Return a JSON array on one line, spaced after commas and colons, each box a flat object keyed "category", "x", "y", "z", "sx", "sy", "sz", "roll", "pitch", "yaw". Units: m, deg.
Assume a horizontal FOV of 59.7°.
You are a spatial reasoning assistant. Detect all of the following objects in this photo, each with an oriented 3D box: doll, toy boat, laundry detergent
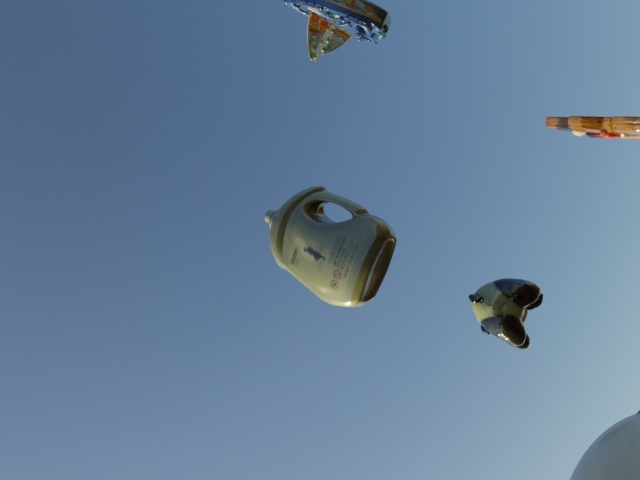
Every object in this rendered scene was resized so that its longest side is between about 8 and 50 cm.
[{"category": "doll", "x": 0.430, "y": 0.163, "z": 1.284, "sx": 0.234, "sy": 0.135, "sz": 0.143, "roll": 30, "pitch": -100, "yaw": -57}, {"category": "toy boat", "x": 0.012, "y": -0.331, "z": 0.867, "sx": 0.110, "sy": 0.175, "sz": 0.091, "roll": -64, "pitch": -13, "yaw": 9}, {"category": "laundry detergent", "x": 0.000, "y": 0.000, "z": 0.997, "sx": 0.091, "sy": 0.253, "sz": 0.181, "roll": -5, "pitch": -61, "yaw": -56}]

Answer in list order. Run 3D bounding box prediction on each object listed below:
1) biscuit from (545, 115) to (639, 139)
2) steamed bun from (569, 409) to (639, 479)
[{"category": "biscuit", "x": 0.591, "y": -0.228, "z": 1.122, "sx": 0.206, "sy": 0.324, "sz": 0.049, "roll": 1, "pitch": -79, "yaw": -6}, {"category": "steamed bun", "x": 0.487, "y": 0.359, "z": 0.679, "sx": 0.374, "sy": 0.334, "sz": 0.333, "roll": 11, "pitch": -80, "yaw": -19}]
